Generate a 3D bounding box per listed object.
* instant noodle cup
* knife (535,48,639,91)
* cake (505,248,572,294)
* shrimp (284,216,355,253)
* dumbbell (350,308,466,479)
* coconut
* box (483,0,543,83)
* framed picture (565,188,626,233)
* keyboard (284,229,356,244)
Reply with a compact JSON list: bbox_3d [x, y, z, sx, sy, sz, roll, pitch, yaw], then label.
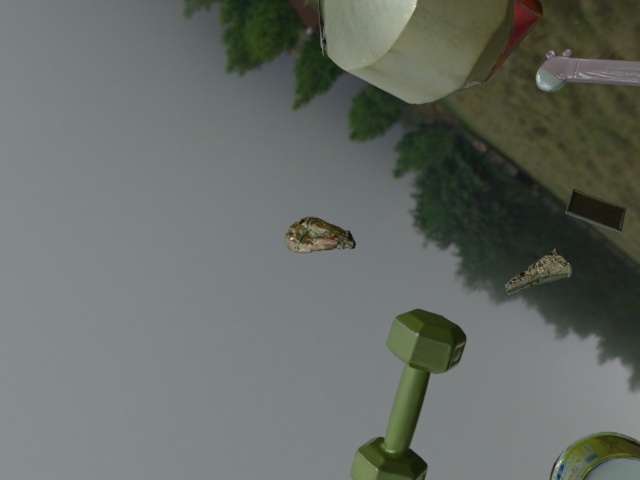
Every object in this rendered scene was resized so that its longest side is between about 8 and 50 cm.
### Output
[{"bbox_3d":[0.478,0.412,1.288,0.205,0.205,0.153,40,179,15],"label":"instant noodle cup"},{"bbox_3d":[0.777,-0.447,2.144,0.398,0.132,0.038,10,170,33],"label":"knife"},{"bbox_3d":[0.440,0.066,1.644,0.051,0.139,0.055,65,-172,-54],"label":"cake"},{"bbox_3d":[0.003,-0.003,1.565,0.184,0.091,0.043,9,143,40],"label":"shrimp"},{"bbox_3d":[0.136,0.261,1.255,0.108,0.302,0.121,20,-166,26],"label":"dumbbell"},{"bbox_3d":[0.145,-0.378,1.290,0.323,0.323,0.323,36,-169,-8],"label":"coconut"},{"bbox_3d":[0.289,-0.504,1.711,0.313,0.197,0.089,30,-142,-12],"label":"box"},{"bbox_3d":[0.726,-0.079,2.113,0.149,0.011,0.109,23,-134,11],"label":"framed picture"},{"bbox_3d":[0.000,0.000,1.770,0.053,0.155,0.010,60,-147,-47],"label":"keyboard"}]
